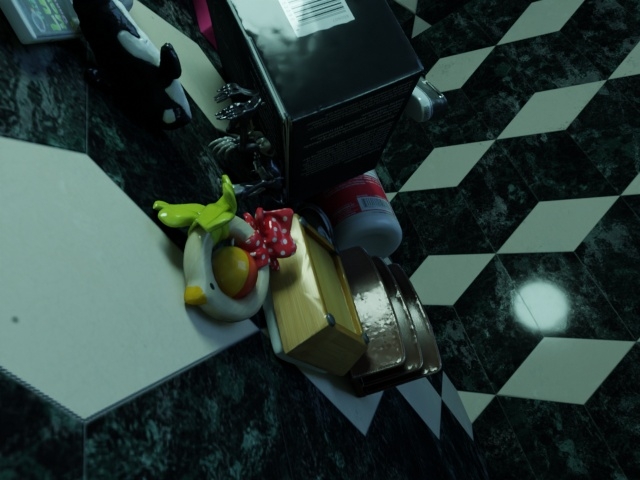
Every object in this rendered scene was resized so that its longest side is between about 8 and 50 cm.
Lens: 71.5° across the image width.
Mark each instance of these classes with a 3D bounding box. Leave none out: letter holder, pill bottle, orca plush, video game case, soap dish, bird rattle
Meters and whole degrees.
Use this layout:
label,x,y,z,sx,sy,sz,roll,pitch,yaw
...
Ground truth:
label,x,y,z,sx,sy,sz,roll,pitch,yaw
letter holder,0.138,0.167,1.022,0.152,0.215,0.301,70,2,-55
pill bottle,0.091,-0.134,1.433,0.229,0.229,0.407,42,24,-51
orca plush,-0.295,-0.268,0.643,0.102,0.151,0.287,-56,155,-29
video game case,-0.380,-0.352,0.560,0.173,0.022,0.190,-99,170,-63
soap dish,-0.019,0.101,0.872,0.229,0.118,0.290,41,26,-53
bird rattle,-0.138,0.023,0.683,0.253,0.143,0.206,43,44,-58

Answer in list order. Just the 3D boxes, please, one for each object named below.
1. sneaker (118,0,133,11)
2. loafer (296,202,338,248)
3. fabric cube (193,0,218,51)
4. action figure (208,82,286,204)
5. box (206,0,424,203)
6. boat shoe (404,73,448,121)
label,x,y,z,sx,sy,sz,roll,pitch,yaw
sneaker,-0.365,-0.446,0.747,0.080,0.094,0.212,58,15,-8
loafer,0.000,0.000,1.181,0.220,0.080,0.078,62,15,-1
fabric cube,-0.210,-0.700,1.384,0.259,0.258,0.254,40,26,-55
action figure,-0.150,-0.167,0.891,0.275,0.141,0.164,81,-13,-50
box,-0.049,-0.409,1.046,0.472,0.298,0.479,113,-47,-75
boat shoe,0.198,-0.341,0.967,0.080,0.076,0.228,79,-13,-47
